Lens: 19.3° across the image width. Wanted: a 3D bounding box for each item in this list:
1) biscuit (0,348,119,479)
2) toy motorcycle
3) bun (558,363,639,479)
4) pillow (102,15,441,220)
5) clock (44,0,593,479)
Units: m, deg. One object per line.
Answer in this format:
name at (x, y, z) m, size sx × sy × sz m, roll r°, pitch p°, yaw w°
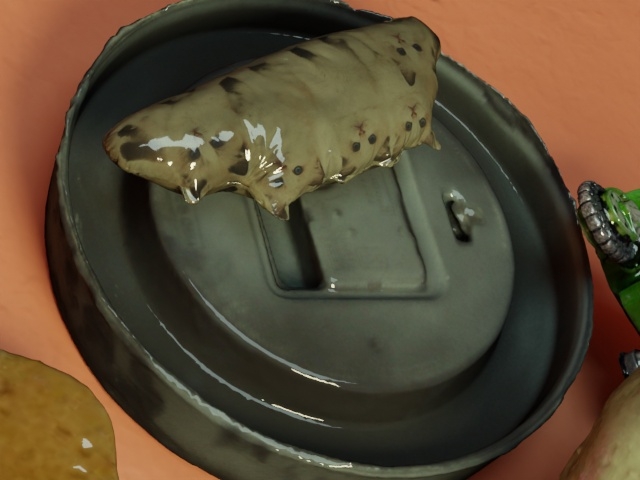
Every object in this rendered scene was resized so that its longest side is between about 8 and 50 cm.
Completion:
biscuit at (-0.120, 0.266, 0.817) m, size 0.394 × 0.076 × 0.368 m, roll 39°, pitch 49°, yaw 7°
toy motorcycle at (0.208, 0.037, 1.114) m, size 0.190 × 0.074 × 0.106 m, roll 56°, pitch 24°, yaw -9°
bun at (0.224, 0.143, 0.980) m, size 0.283 × 0.283 × 0.179 m, roll -2°, pitch 21°, yaw -28°
pillow at (-0.006, -0.064, 1.032) m, size 0.241 × 0.051 × 0.093 m, roll -25°, pitch 71°, yaw -39°
clock at (0.000, 0.000, 1.068) m, size 0.325 × 0.067 × 0.325 m, roll 13°, pitch 52°, yaw -18°
